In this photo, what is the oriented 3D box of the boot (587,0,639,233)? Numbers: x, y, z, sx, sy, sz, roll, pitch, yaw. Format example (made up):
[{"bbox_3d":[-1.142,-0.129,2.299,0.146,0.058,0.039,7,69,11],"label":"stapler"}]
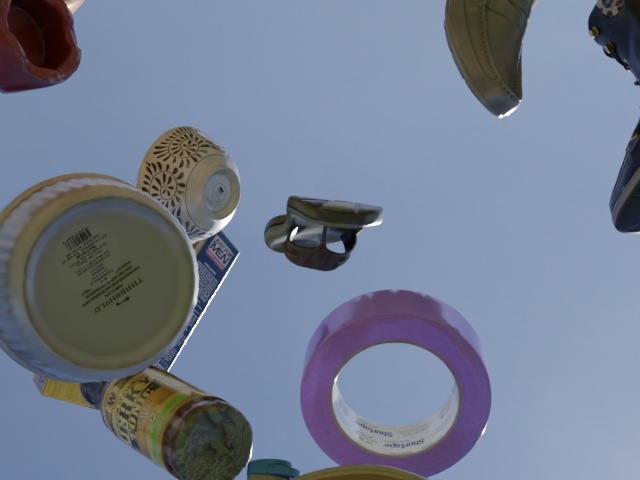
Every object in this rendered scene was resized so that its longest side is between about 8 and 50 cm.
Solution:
[{"bbox_3d":[0.493,-0.225,1.700,0.138,0.377,0.284,-3,-135,-20],"label":"boot"}]

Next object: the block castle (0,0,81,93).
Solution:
[{"bbox_3d":[-0.302,-0.349,0.883,0.213,0.453,0.303,-16,-153,28],"label":"block castle"}]

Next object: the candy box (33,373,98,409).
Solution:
[{"bbox_3d":[-0.352,0.233,1.819,0.187,0.053,0.109,20,179,-23],"label":"candy box"}]

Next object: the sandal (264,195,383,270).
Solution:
[{"bbox_3d":[0.001,0.000,1.466,0.120,0.303,0.086,6,-100,-11],"label":"sandal"}]

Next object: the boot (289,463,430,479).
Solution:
[{"bbox_3d":[0.085,0.275,0.909,0.262,0.095,0.203,14,-164,-6],"label":"boot"}]

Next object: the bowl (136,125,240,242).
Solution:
[{"bbox_3d":[-0.163,-0.070,1.572,0.080,0.170,0.170,9,-144,39],"label":"bowl"}]

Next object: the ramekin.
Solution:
[{"bbox_3d":[-0.214,0.038,1.092,0.207,0.207,0.109,-20,-170,-24],"label":"ramekin"}]

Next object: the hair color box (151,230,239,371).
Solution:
[{"bbox_3d":[-0.310,0.117,2.023,0.174,0.105,0.347,17,-113,34],"label":"hair color box"}]

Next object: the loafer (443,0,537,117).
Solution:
[{"bbox_3d":[0.220,-0.297,1.455,0.111,0.112,0.319,-24,-128,27],"label":"loafer"}]

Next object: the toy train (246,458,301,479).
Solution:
[{"bbox_3d":[0.000,0.352,1.364,0.105,0.248,0.143,-17,-121,43],"label":"toy train"}]

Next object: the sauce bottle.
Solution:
[{"bbox_3d":[-0.214,0.221,1.468,0.111,0.111,0.344,-26,-161,-29],"label":"sauce bottle"}]

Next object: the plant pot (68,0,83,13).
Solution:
[{"bbox_3d":[-0.424,-0.277,1.215,0.291,0.291,0.203,22,-113,25],"label":"plant pot"}]

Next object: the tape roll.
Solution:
[{"bbox_3d":[0.109,0.213,1.681,0.275,0.274,0.090,2,-160,2],"label":"tape roll"}]
